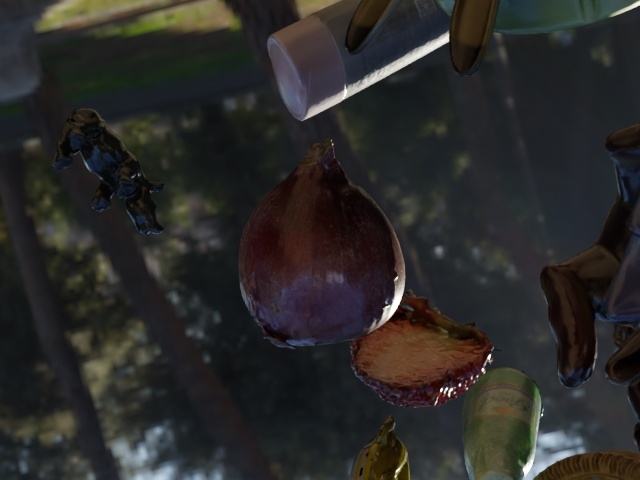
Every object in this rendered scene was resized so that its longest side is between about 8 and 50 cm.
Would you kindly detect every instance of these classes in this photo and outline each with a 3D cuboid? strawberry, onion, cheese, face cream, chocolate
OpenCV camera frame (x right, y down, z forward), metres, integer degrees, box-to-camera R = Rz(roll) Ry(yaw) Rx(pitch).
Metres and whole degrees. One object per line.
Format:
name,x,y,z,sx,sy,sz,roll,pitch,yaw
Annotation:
strawberry,0.095,0.144,1.862,0.167,0.087,0.208,25,-149,32
onion,0.000,0.000,1.507,0.160,0.194,0.159,-3,-163,1
cheese,0.069,0.331,1.952,0.064,0.250,0.156,5,-164,16
face cream,0.069,-0.236,1.840,0.269,0.107,0.073,-30,-151,-21
chocolate,0.231,0.259,2.113,0.110,0.110,0.291,-15,-166,12

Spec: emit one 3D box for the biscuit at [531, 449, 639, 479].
biscuit,0.354,0.378,2.029,0.259,0.259,0.079,-14,154,15

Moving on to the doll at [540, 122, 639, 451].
doll,0.313,0.089,1.162,0.209,0.318,0.340,-28,-126,-35

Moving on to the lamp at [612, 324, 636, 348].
lamp,0.324,0.083,1.555,0.092,0.107,0.107,-5,179,-16

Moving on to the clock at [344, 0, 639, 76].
clock,0.114,-0.163,0.835,0.232,0.069,0.170,-38,-143,-27

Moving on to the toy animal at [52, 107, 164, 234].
toy animal,-0.175,-0.056,1.410,0.047,0.135,0.065,-29,-152,24
